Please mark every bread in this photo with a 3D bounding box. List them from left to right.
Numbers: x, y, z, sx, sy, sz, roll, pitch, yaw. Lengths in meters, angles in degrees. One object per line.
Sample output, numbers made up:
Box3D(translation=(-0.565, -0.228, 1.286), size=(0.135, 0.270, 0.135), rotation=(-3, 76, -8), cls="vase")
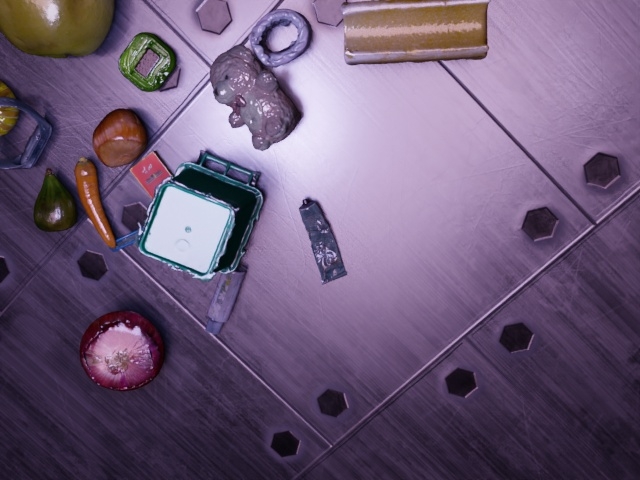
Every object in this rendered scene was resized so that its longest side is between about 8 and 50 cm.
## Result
Box3D(translation=(-0.879, -0.357, 1.792), size=(0.095, 0.083, 0.157), rotation=(16, 105, -11), cls="bread")

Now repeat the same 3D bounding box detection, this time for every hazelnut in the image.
Box3D(translation=(-0.545, -0.278, 1.745), size=(0.150, 0.150, 0.150), rotation=(1, 105, 6), cls="hazelnut")

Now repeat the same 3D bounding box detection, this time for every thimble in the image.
Box3D(translation=(-0.098, -0.513, 1.643), size=(0.151, 0.118, 0.127), rotation=(-34, 101, 13), cls="thimble")

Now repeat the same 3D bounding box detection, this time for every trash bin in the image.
Box3D(translation=(-0.293, -0.060, 1.635), size=(0.259, 0.381, 0.295), rotation=(22, 96, -5), cls="trash bin")

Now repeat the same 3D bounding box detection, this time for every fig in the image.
Box3D(translation=(-0.744, -0.112, 1.830), size=(0.117, 0.117, 0.177), rotation=(-5, 88, 7), cls="fig")

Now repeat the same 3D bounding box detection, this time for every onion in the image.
Box3D(translation=(-0.572, 0.316, 1.890), size=(0.248, 0.161, 0.248), rotation=(1, 115, 2), cls="onion")

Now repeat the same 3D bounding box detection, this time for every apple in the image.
Box3D(translation=(-0.680, -0.591, 1.623), size=(0.295, 0.233, 0.257), rotation=(-3, 102, 7), cls="apple")

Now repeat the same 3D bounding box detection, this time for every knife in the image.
Box3D(translation=(-0.476, -0.031, 1.857), size=(0.297, 0.026, 0.044), rotation=(-24, 113, 11), cls="knife")

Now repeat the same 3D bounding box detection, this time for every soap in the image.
Box3D(translation=(0.223, -0.493, 1.525), size=(0.335, 0.293, 0.156), rotation=(-1, 108, 5), cls="soap")

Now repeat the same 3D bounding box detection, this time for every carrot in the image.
Box3D(translation=(-0.639, -0.102, 1.838), size=(0.066, 0.062, 0.271), rotation=(-14, 104, -16), cls="carrot")

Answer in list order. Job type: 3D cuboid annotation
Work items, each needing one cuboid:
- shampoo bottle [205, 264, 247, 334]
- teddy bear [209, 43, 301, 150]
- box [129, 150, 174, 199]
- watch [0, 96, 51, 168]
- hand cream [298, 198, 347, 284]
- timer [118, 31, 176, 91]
Box3D(translation=(-0.277, 0.169, 1.867), size=(0.072, 0.072, 0.214), rotation=(21, 106, 0), cls="shampoo bottle")
Box3D(translation=(-0.173, -0.366, 1.668), size=(0.267, 0.151, 0.236), rotation=(45, 143, -12), cls="teddy bear")
Box3D(translation=(-0.457, -0.171, 1.819), size=(0.090, 0.023, 0.133), rotation=(-33, 99, 11), cls="box")
Box3D(translation=(-0.849, -0.284, 1.763), size=(0.193, 0.068, 0.206), rotation=(22, 115, -41), cls="watch")
Box3D(translation=(0.000, 0.000, 1.800), size=(0.075, 0.052, 0.247), rotation=(-17, 102, 11), cls="hand cream")
Box3D(translation=(-0.461, -0.473, 1.727), size=(0.128, 0.047, 0.140), rotation=(41, 105, -6), cls="timer")
